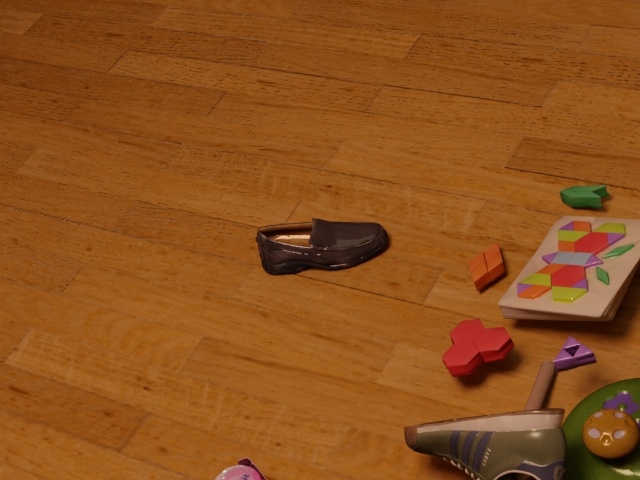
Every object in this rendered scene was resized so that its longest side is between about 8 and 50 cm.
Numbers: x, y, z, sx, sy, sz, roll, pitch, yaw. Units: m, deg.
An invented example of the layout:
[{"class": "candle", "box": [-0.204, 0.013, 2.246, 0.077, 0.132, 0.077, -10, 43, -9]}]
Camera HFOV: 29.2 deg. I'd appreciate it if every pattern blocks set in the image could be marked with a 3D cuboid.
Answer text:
[{"class": "pattern blocks set", "box": [0.294, 0.031, 1.404, 0.286, 0.026, 0.324, -7, 34, 31]}]

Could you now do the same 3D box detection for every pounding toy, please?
[{"class": "pounding toy", "box": [0.296, 0.182, 1.233, 0.237, 0.110, 0.183, 11, 51, 30]}]

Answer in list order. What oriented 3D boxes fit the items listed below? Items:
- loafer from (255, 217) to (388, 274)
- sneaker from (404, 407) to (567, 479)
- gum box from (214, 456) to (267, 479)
[{"class": "loafer", "box": [0.000, 0.000, 1.570, 0.170, 0.061, 0.062, -12, 42, 9]}, {"class": "sneaker", "box": [0.162, 0.217, 1.219, 0.192, 0.064, 0.086, -15, 78, 44]}, {"class": "gum box", "box": [-0.041, 0.312, 1.231, 0.062, 0.107, 0.188, -34, 44, -14]}]
